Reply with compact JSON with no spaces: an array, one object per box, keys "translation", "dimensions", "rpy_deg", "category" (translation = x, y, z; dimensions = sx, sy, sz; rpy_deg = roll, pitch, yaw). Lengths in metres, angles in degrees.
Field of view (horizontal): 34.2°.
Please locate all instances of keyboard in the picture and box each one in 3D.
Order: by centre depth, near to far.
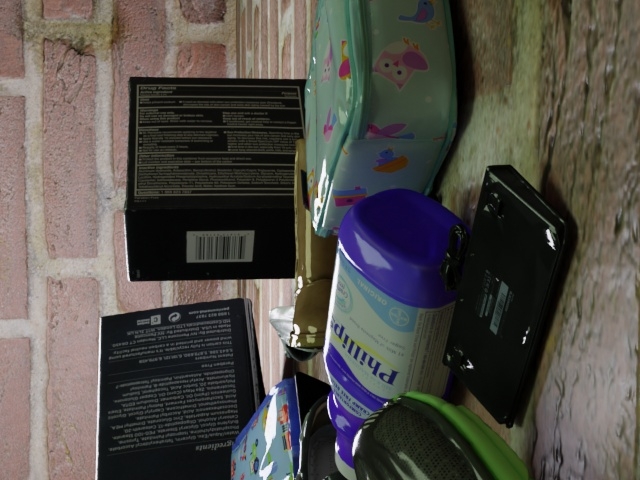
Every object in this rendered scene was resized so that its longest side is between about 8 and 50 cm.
[{"translation":[0.119,0.033,0.710],"dimensions":[0.108,0.023,0.180],"rpy_deg":[48,143,41],"category":"keyboard"}]

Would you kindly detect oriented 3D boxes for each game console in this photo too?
[{"translation":[-0.005,0.255,1.402],"dimensions":[0.107,0.071,0.122],"rpy_deg":[107,162,-48],"category":"game console"}]

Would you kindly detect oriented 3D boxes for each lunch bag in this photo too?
[{"translation":[0.044,-0.140,0.966],"dimensions":[0.279,0.108,0.224],"rpy_deg":[107,160,-62],"category":"lunch bag"},{"translation":[-0.051,0.347,1.498],"dimensions":[0.293,0.138,0.221],"rpy_deg":[105,163,-57],"category":"lunch bag"}]

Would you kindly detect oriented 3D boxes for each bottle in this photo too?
[{"translation":[0.058,0.096,0.883],"dimensions":[0.118,0.092,0.282],"rpy_deg":[42,140,35],"category":"bottle"}]

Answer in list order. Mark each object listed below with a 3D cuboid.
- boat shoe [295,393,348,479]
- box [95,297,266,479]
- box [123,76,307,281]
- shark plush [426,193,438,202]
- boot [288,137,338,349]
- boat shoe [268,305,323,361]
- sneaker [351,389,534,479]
[{"translation":[0.020,0.282,1.120],"dimensions":[0.302,0.114,0.091],"rpy_deg":[-109,15,-61],"category":"boat shoe"},{"translation":[-0.229,0.445,1.936],"dimensions":[0.480,0.297,0.471],"rpy_deg":[85,175,-47],"category":"box"},{"translation":[-0.155,-0.099,1.641],"dimensions":[0.182,0.296,0.294],"rpy_deg":[99,168,-49],"category":"box"},{"translation":[0.076,0.025,0.957],"dimensions":[0.067,0.073,0.161],"rpy_deg":[55,155,13],"category":"shark plush"},{"translation":[0.000,0.000,1.324],"dimensions":[0.236,0.089,0.269],"rpy_deg":[179,92,-81],"category":"boot"},{"translation":[-0.033,0.141,1.558],"dimensions":[0.227,0.079,0.081],"rpy_deg":[152,122,-76],"category":"boat shoe"},{"translation":[0.060,0.317,0.581],"dimensions":[0.185,0.202,0.482],"rpy_deg":[111,156,-65],"category":"sneaker"}]
